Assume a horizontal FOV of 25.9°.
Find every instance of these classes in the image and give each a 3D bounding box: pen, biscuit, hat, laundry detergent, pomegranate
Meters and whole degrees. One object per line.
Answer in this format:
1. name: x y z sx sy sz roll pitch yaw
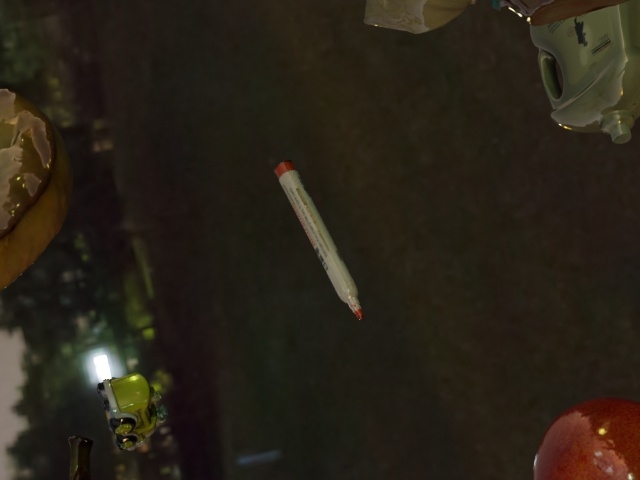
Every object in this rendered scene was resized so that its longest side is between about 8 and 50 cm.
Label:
1. pen: 0.000 0.000 1.587 0.026 0.026 0.218 96 150 -61
2. biscuit: -0.381 -0.031 1.345 0.296 0.296 0.102 -113 4 -46
3. hat: 0.101 -0.337 1.513 0.144 0.166 0.173 19 151 26
4. laundry detergent: 0.366 -0.237 1.841 0.181 0.091 0.253 -33 53 38
5. pomegranate: 0.381 0.308 1.693 0.257 0.221 0.221 34 145 31

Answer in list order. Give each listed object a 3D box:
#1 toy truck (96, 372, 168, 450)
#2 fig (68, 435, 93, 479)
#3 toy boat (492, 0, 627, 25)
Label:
1. toy truck: -0.237 0.218 1.784 0.111 0.077 0.076 83 164 -55
2. fig: -0.280 0.377 1.538 0.190 0.191 0.290 -154 83 -78
3. toy boat: 0.287 -0.269 1.233 0.108 0.293 0.099 34 -147 -77
